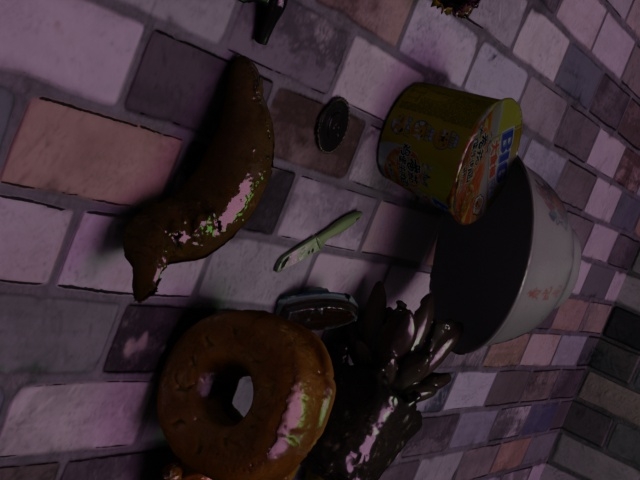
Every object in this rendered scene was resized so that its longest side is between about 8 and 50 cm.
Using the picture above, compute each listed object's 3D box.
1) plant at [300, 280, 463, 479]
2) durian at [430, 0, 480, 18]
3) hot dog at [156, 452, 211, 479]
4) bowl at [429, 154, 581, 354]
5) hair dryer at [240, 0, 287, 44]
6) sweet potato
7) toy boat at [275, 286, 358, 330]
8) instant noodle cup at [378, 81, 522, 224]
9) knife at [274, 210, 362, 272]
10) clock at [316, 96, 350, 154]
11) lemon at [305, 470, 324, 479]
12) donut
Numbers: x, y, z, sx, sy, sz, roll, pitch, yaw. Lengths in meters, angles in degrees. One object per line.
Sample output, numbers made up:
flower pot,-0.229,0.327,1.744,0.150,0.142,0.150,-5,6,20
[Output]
plant,0.078,0.225,1.787,0.320,0.181,0.194,-59,147,-17
durian,0.201,-0.401,1.617,0.186,0.119,0.108,-53,-170,0
hot dog,-0.158,0.326,1.551,0.102,0.076,0.249,-35,157,1
bowl,0.321,0.029,1.862,0.157,0.345,0.345,12,106,-17
hair dryer,-0.076,-0.262,1.294,0.083,0.031,0.079,-4,125,-45
sweet potato,-0.127,-0.053,1.291,0.310,0.098,0.124,-59,145,-20
toy boat,-0.006,0.095,1.658,0.140,0.066,0.059,0,126,-30
instant noodle cup,0.189,-0.144,1.713,0.205,0.153,0.205,-43,147,-37
knife,0.000,0.000,1.644,0.207,0.014,0.030,-31,137,-45
clock,0.018,-0.154,1.553,0.074,0.010,0.083,-51,149,-27
lemon,0.018,0.395,1.918,0.111,0.082,0.082,-6,117,-57
donut,-0.094,0.194,1.417,0.114,0.226,0.226,23,91,-62
